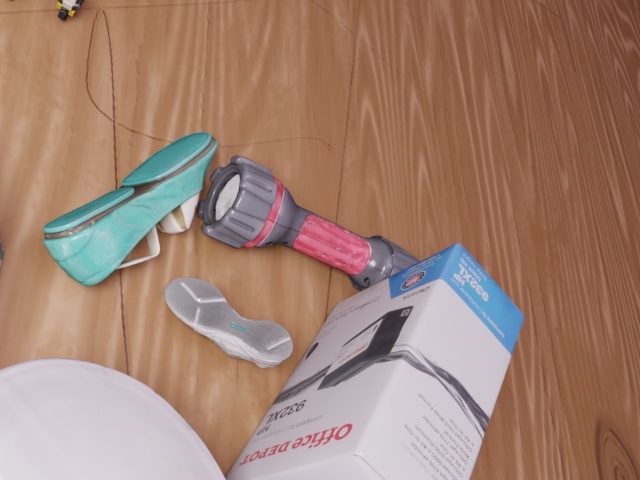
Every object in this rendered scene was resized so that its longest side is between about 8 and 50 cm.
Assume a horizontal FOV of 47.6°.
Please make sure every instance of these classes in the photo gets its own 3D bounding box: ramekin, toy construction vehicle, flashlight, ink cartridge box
[{"bbox_3d":[-0.189,0.230,0.525,0.273,0.127,0.272,44,21,-22],"label":"ramekin"},{"bbox_3d":[-0.309,-0.291,0.823,0.086,0.035,0.098,25,49,-19],"label":"toy construction vehicle"},{"bbox_3d":[0.000,0.000,0.904,0.304,0.103,0.103,25,51,-31],"label":"flashlight"},{"bbox_3d":[0.062,0.172,0.779,0.129,0.223,0.307,48,44,-12],"label":"ink cartridge box"}]

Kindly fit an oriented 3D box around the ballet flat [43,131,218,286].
[{"bbox_3d":[-0.186,-0.031,0.773,0.247,0.083,0.087,-47,127,-46],"label":"ballet flat"}]

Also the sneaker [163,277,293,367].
[{"bbox_3d":[-0.107,0.097,0.790,0.152,0.061,0.053,32,54,-2],"label":"sneaker"}]

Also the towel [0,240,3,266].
[{"bbox_3d":[-0.290,0.053,0.597,0.023,0.113,0.151,6,63,-14],"label":"towel"}]
